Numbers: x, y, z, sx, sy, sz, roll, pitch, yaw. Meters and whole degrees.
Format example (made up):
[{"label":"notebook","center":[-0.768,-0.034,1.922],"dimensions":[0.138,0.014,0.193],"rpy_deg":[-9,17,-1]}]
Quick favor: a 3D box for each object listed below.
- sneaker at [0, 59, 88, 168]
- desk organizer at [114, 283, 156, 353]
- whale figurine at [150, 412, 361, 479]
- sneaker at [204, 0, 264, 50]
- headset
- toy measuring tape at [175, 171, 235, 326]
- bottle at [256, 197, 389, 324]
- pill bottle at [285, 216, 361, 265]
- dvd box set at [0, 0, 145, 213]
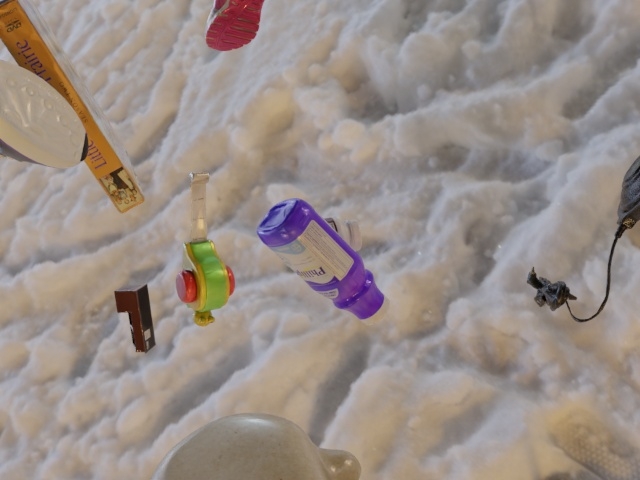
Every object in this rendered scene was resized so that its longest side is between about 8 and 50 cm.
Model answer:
[{"label":"sneaker","center":[-0.557,-0.185,1.096],"dimensions":[0.236,0.323,0.130],"rpy_deg":[-19,57,31]},{"label":"desk organizer","center":[-0.365,0.154,1.395],"dimensions":[0.050,0.130,0.047],"rpy_deg":[-2,13,13]},{"label":"whale figurine","center":[-0.040,0.283,0.659],"dimensions":[0.272,0.141,0.216],"rpy_deg":[25,42,37]},{"label":"sneaker","center":[-0.166,-0.506,1.463],"dimensions":[0.252,0.103,0.111],"rpy_deg":[-50,43,34]},{"label":"headset","center":[0.466,-0.012,0.918],"dimensions":[0.394,0.185,0.243],"rpy_deg":[-28,85,2]},{"label":"toy measuring tape","center":[-0.231,0.031,1.439],"dimensions":[0.121,0.121,0.329],"rpy_deg":[24,117,43]},{"label":"bottle","center":[0.015,0.045,1.283],"dimensions":[0.118,0.283,0.092],"rpy_deg":[-8,43,53]},{"label":"pill bottle","center":[0.000,0.000,1.407],"dimensions":[0.152,0.086,0.086],"rpy_deg":[-9,46,-14]},{"label":"dvd box set","center":[-0.476,-0.283,1.315],"dimensions":[0.062,0.420,0.307],"rpy_deg":[-30,38,-6]}]
